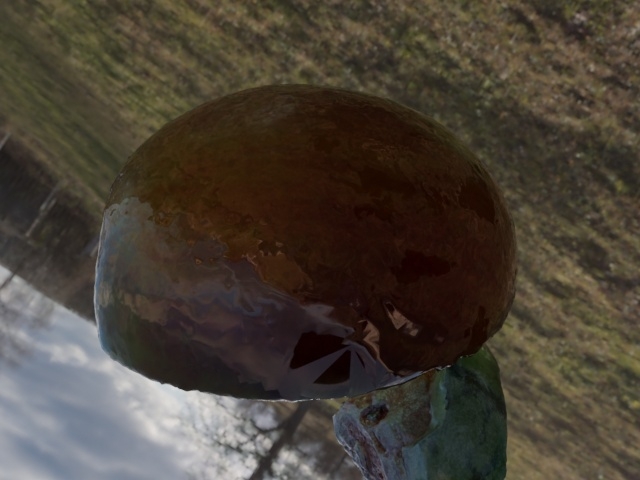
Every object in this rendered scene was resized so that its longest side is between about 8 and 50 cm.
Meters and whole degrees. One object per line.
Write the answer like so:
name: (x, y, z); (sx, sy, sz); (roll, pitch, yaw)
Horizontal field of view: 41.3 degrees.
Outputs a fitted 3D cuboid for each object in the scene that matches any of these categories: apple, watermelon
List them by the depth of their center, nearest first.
watermelon: (0.063, 0.148, 0.641); (0.139, 0.187, 0.071); (-6, 146, 33)
apple: (0.000, 0.000, 0.648); (0.346, 0.254, 0.179); (-6, 163, -8)
